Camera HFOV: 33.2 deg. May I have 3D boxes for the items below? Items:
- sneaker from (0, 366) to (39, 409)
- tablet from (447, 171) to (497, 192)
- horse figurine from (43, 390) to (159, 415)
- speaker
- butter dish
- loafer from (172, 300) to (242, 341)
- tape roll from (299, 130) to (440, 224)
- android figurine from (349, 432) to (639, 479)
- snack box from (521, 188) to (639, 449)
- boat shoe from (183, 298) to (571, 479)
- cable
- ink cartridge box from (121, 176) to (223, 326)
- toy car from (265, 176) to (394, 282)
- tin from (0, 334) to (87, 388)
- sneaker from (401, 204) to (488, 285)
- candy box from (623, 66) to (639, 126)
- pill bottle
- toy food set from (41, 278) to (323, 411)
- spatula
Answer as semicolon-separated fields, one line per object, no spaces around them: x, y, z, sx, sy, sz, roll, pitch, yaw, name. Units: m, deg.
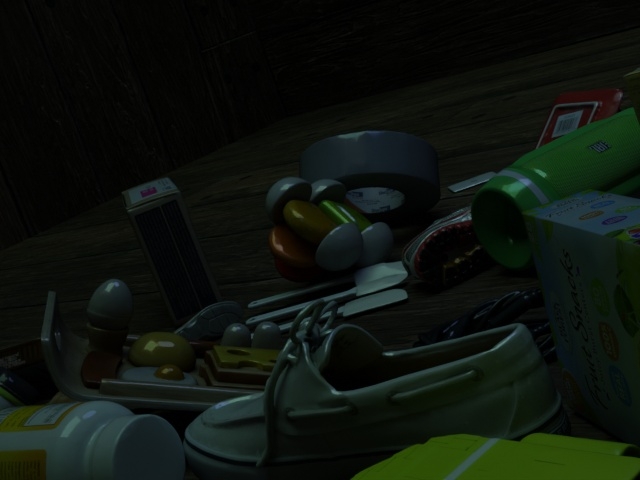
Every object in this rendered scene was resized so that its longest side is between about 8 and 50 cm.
-0.423;0.213;1.332;0.097;0.084;0.235;-59;14;-23;sneaker
0.261;-0.100;1.836;0.083;0.006;0.054;-20;12;-1;tablet
-0.244;0.188;1.215;0.174;0.066;0.263;-16;7;-20;horse figurine
0.329;-0.070;1.318;0.296;0.131;0.131;-26;14;-27;speaker
0.384;-0.123;1.519;0.160;0.118;0.160;-66;22;-6;butter dish
-0.164;0.119;1.449;0.125;0.045;0.039;-30;10;-32;loafer
0.076;-0.094;1.672;0.219;0.072;0.219;-2;-20;-1;tape roll
0.101;0.192;0.684;0.273;0.056;0.248;-6;19;46;android figurine
0.233;0.062;0.770;0.070;0.174;0.207;-18;11;-9;snack box
0.016;0.118;0.901;0.367;0.156;0.136;-10;15;37;boat shoe
0.180;0.091;1.057;0.184;0.047;0.150;-24;8;-10;cable
-0.232;0.011;1.665;0.088;0.193;0.235;-21;13;-8;ink cartridge box
0.000;0.000;1.520;0.182;0.159;0.136;-2;-52;-53;toy car
-0.406;0.175;1.475;0.190;0.040;0.106;-18;-18;9;tin
0.199;-0.016;1.374;0.225;0.088;0.093;-24;11;-21;sneaker
0.432;-0.126;1.259;0.109;0.186;0.053;-30;13;-38;candy box
-0.227;0.206;0.980;0.208;0.117;0.117;-11;15;36;pill bottle
-0.135;0.103;1.128;0.306;0.092;0.220;6;7;-13;toy food set
0.005;0.082;1.417;0.242;0.019;0.168;-18;18;13;spatula
